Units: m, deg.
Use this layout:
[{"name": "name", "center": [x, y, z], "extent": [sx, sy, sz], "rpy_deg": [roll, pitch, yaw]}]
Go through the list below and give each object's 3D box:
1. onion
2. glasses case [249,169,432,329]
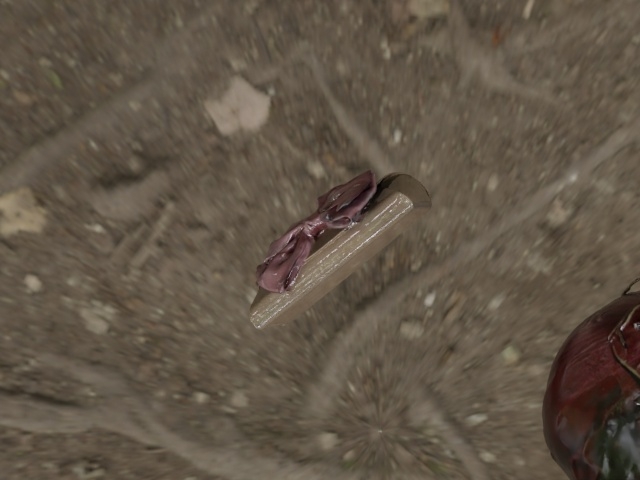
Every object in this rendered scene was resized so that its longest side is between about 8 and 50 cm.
[{"name": "onion", "center": [0.298, 0.137, 1.136], "extent": [0.221, 0.281, 0.281], "rpy_deg": [-30, 82, -28]}, {"name": "glasses case", "center": [0.000, 0.000, 1.421], "extent": [0.193, 0.102, 0.070], "rpy_deg": [-39, 80, 14]}]
